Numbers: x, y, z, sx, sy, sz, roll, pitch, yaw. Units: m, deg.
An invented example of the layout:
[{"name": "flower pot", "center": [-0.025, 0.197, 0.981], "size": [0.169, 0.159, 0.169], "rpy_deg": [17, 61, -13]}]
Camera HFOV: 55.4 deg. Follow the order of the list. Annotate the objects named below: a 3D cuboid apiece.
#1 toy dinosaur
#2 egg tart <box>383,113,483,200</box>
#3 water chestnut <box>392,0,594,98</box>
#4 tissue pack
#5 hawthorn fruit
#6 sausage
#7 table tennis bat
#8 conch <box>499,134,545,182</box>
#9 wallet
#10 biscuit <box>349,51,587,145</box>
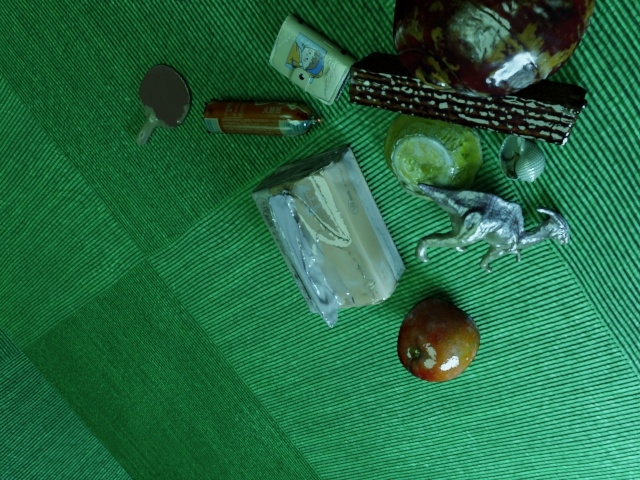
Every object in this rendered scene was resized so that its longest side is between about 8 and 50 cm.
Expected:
[{"name": "toy dinosaur", "center": [0.302, -0.021, 1.115], "size": [0.293, 0.077, 0.162], "rpy_deg": [9, 129, -13]}, {"name": "egg tart", "center": [0.197, -0.149, 1.129], "size": [0.197, 0.078, 0.197], "rpy_deg": [17, 126, 24]}, {"name": "water chestnut", "center": [0.239, -0.334, 0.856], "size": [0.288, 0.289, 0.245], "rpy_deg": [0, 119, 31]}, {"name": "tissue pack", "center": [0.000, 0.000, 1.245], "size": [0.238, 0.238, 0.306], "rpy_deg": [-13, 111, 36]}, {"name": "hawthorn fruit", "center": [0.239, 0.212, 1.269], "size": [0.172, 0.173, 0.173], "rpy_deg": [15, 126, 22]}, {"name": "sausage", "center": [-0.116, -0.250, 1.256], "size": [0.263, 0.083, 0.083], "rpy_deg": [7, 122, 25]}, {"name": "table tennis bat", "center": [-0.376, -0.303, 1.414], "size": [0.131, 0.022, 0.234], "rpy_deg": [44, 130, -1]}, {"name": "conch", "center": [0.351, -0.142, 1.055], "size": [0.076, 0.056, 0.086], "rpy_deg": [-9, 82, 52]}, {"name": "wallet", "center": [-0.019, -0.340, 1.161], "size": [0.155, 0.039, 0.110], "rpy_deg": [37, 130, 7]}, {"name": "biscuit", "center": [0.238, -0.243, 1.023], "size": [0.388, 0.107, 0.073], "rpy_deg": [16, 126, 22]}]
